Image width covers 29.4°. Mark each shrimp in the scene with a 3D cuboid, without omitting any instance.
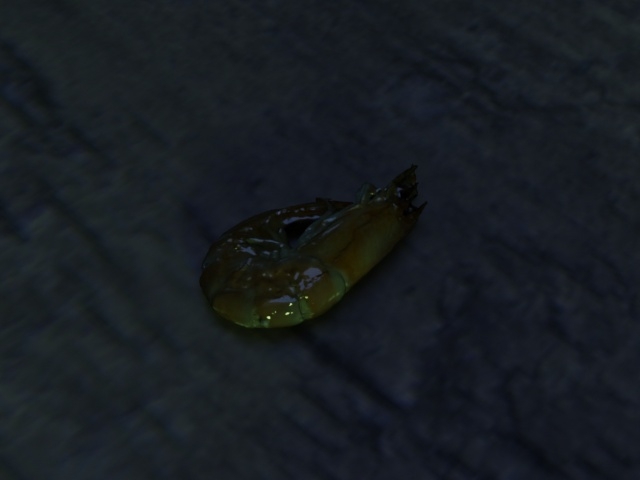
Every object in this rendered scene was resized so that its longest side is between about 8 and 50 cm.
[{"bbox_3d":[0.000,0.000,0.791,0.180,0.041,0.099,-34,43,-29],"label":"shrimp"}]
